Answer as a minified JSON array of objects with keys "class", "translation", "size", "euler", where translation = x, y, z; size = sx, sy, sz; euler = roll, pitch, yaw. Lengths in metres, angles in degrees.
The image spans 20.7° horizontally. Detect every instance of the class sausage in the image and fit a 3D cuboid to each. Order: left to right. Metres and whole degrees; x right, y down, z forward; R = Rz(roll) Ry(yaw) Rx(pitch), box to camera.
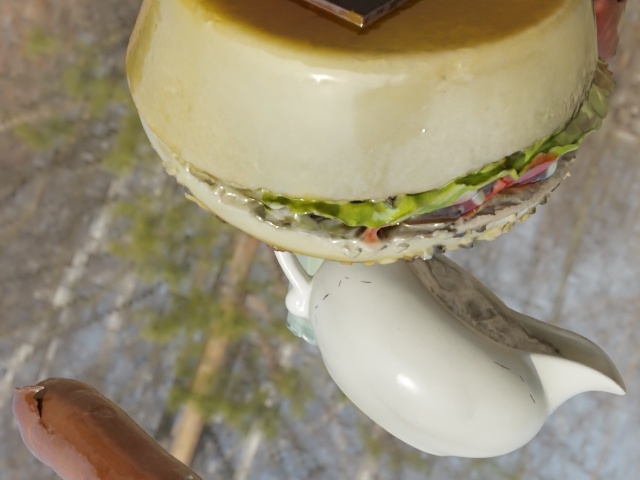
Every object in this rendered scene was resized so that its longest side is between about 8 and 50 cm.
[{"class":"sausage","translation":[-0.144,0.239,1.556],"size":[0.094,0.094,0.419],"euler":[-25,-141,-28]}]

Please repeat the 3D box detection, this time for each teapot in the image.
[{"class":"teapot","translation":[0.080,0.060,1.358],"size":[0.299,0.166,0.208],"euler":[45,-154,-11]}]

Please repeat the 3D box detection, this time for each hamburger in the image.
[{"class":"hamburger","translation":[0.028,-0.109,1.071],"size":[0.300,0.176,0.300],"euler":[2,-138,-2]}]

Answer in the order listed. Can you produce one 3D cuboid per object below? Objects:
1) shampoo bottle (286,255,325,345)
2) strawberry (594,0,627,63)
[{"class":"shampoo bottle","translation":[0.000,0.000,1.476],"size":[0.049,0.212,0.072],"euler":[8,-134,3]},{"class":"strawberry","translation":[0.140,-0.276,1.419],"size":[0.317,0.345,0.295],"euler":[26,-173,-20]}]
